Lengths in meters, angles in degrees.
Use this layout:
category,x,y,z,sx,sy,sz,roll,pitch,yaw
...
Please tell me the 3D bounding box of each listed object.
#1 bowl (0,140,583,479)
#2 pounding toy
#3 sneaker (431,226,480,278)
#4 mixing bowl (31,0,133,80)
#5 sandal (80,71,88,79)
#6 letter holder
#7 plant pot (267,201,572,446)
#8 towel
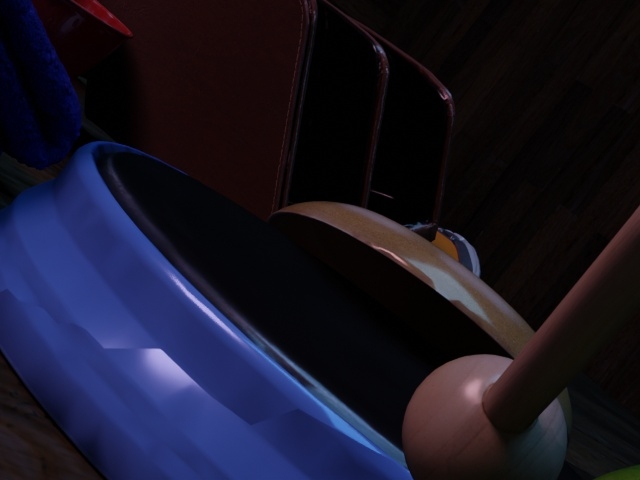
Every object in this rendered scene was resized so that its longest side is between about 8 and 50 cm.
category,x,y,z,sx,sy,sz,roll,pitch,yaw
bowl,0.013,0.088,0.663,0.391,0.077,0.391,37,6,-5
pounding toy,0.050,0.128,0.341,0.183,0.110,0.237,108,-28,-66
sneaker,0.000,0.000,1.161,0.180,0.124,0.321,31,-3,-24
mixing bowl,-0.239,-0.168,1.004,0.181,0.098,0.181,37,5,-4
sandal,-0.290,-0.350,1.287,0.167,0.107,0.446,2,-47,41
letter holder,-0.043,-0.145,1.036,0.152,0.214,0.302,-10,31,-33
plant pot,0.067,0.050,0.863,0.236,0.032,0.236,37,-15,11
towel,-0.268,-0.180,0.769,0.308,0.076,0.227,39,-20,35
